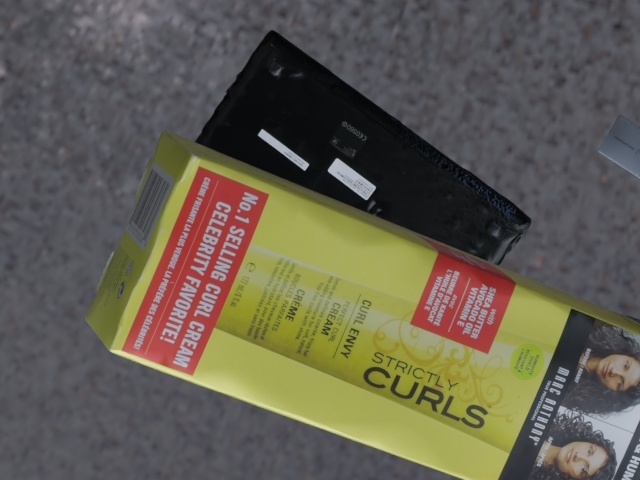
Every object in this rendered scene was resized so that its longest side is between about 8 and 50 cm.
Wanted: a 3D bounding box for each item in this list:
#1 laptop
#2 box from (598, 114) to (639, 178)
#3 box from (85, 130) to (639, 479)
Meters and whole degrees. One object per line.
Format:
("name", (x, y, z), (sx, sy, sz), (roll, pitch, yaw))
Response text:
("laptop", (0.000, 0.000, 1.418), (0.234, 0.136, 0.264), (36, 111, 1))
("box", (0.329, -0.032, 1.502), (0.186, 0.145, 0.038), (17, 107, -49))
("box", (0.030, 0.038, 0.744), (0.232, 0.058, 0.087), (23, 94, -20))
